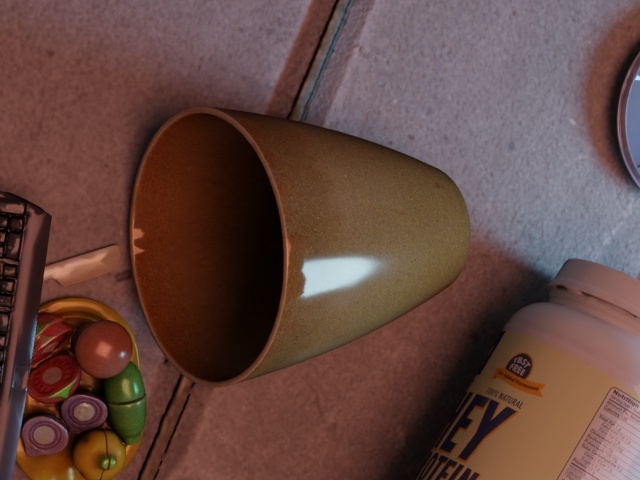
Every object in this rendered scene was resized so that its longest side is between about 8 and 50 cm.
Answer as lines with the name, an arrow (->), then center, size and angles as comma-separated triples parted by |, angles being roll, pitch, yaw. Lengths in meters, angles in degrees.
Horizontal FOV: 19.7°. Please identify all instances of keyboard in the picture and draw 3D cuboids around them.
keyboard -> -0.347, 0.104, 1.554 | 0.201, 0.033, 0.317 | 8, 95, -9

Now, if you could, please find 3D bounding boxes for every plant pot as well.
plant pot -> 0.000, 0.000, 1.621 | 0.254, 0.237, 0.237 | -3, 100, -37

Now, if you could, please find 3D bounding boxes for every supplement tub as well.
supplement tub -> 0.235, 0.205, 1.726 | 0.235, 0.235, 0.325 | 35, 81, -24

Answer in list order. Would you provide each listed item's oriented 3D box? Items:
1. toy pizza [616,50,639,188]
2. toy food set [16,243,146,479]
toy pizza -> 0.380, -0.126, 1.852 | 0.201, 0.032, 0.201 | -3, 98, -23
toy food set -> -0.211, 0.123, 1.614 | 0.128, 0.071, 0.218 | -10, 102, -22
